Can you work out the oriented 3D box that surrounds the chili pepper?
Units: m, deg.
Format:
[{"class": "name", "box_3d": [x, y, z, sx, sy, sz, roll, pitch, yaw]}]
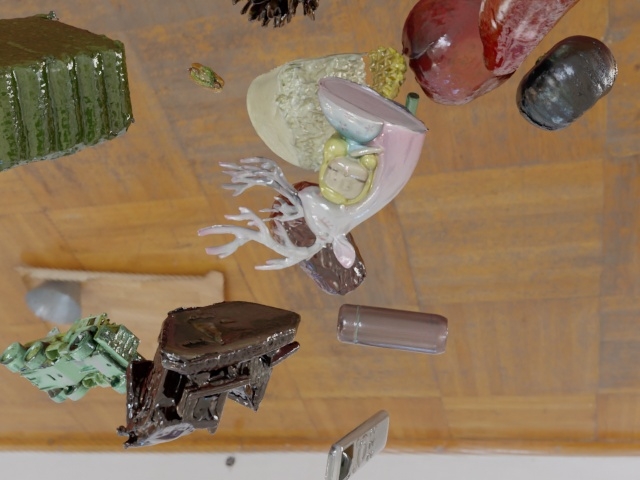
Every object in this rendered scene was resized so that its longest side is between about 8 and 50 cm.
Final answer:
[{"class": "chili pepper", "box_3d": [0.226, -0.286, 0.818, 0.136, 0.144, 0.252, -30, 168, -14]}]

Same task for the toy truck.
[{"class": "toy truck", "box_3d": [-0.404, 0.180, 1.233, 0.260, 0.135, 0.128, -13, 130, 39]}]

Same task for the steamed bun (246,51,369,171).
[{"class": "steamed bun", "box_3d": [-0.017, -0.298, 1.794, 0.290, 0.272, 0.273, -9, -177, -41]}]

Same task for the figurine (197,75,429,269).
[{"class": "figurine", "box_3d": [-0.020, -0.100, 1.174, 0.284, 0.206, 0.315, 17, 115, -10]}]

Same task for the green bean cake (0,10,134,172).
[{"class": "green bean cake", "box_3d": [-0.427, -0.216, 1.037, 0.250, 0.247, 0.156, 22, 124, 32]}]

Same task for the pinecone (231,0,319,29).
[{"class": "pinecone", "box_3d": [-0.109, -0.626, 1.769, 0.264, 0.264, 0.264, 7, 138, 6]}]

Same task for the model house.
[{"class": "model house", "box_3d": [-0.119, 0.158, 0.821, 0.141, 0.203, 0.164, 27, 113, 43]}]

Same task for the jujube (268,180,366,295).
[{"class": "jujube", "box_3d": [0.000, 0.000, 2.023, 0.216, 0.216, 0.342, -22, 117, 32]}]

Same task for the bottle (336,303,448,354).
[{"class": "bottle", "box_3d": [0.092, 0.114, 0.944, 0.140, 0.053, 0.053, 6, 138, 5]}]

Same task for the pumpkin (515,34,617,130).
[{"class": "pumpkin", "box_3d": [0.544, -0.351, 1.631, 0.163, 0.233, 0.233, 48, 133, 3]}]

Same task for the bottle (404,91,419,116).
[{"class": "bottle", "box_3d": [0.210, -0.304, 1.716, 0.030, 0.030, 0.083, 11, 132, 1]}]

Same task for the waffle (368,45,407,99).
[{"class": "waffle", "box_3d": [0.118, -0.315, 1.554, 0.051, 0.149, 0.194, 18, 106, -26]}]

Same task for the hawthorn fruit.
[{"class": "hawthorn fruit", "box_3d": [0.332, -0.445, 1.611, 0.307, 0.265, 0.265, -26, 127, 15]}]

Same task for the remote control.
[{"class": "remote control", "box_3d": [0.064, 0.315, 1.117, 0.029, 0.067, 0.261, 7, -179, 21]}]

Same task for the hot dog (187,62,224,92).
[{"class": "hot dog", "box_3d": [-0.290, -0.409, 1.835, 0.133, 0.041, 0.056, 33, 111, 32]}]
